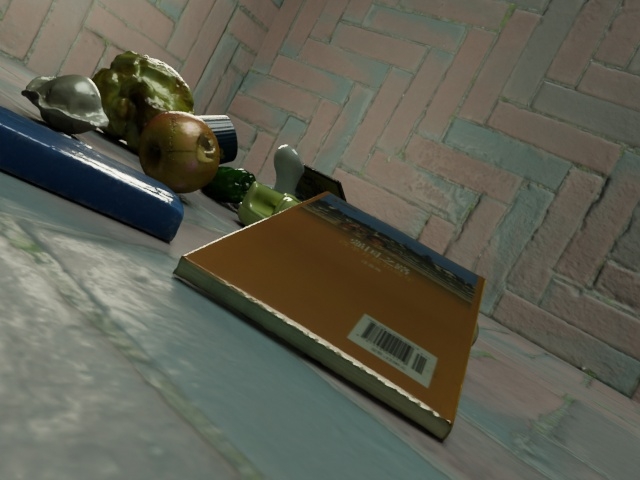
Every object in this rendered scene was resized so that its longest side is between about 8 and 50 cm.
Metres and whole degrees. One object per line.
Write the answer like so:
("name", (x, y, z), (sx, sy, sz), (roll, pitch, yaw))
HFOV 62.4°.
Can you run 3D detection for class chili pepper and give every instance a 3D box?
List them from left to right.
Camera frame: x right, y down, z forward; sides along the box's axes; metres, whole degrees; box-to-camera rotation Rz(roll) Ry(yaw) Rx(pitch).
("chili pepper", (-0.233, -0.137, 1.266), (0.099, 0.084, 0.253), (5, 8, -30))

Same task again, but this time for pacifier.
("pacifier", (-0.097, -0.135, 1.329), (0.227, 0.207, 0.279), (0, 23, -44))

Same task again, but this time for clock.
("clock", (0.000, 0.000, 1.026), (0.308, 0.096, 0.235), (33, 6, 40))

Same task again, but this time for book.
("book", (0.051, 0.040, 0.589), (0.262, 0.028, 0.374), (29, 21, 12))

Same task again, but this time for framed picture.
("framed picture", (0.008, -0.076, 1.431), (0.244, 0.013, 0.324), (32, -27, 41))

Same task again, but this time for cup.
("cup", (-0.288, -0.214, 1.225), (0.155, 0.176, 0.131), (-15, 72, -28))

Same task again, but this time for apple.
("apple", (-0.244, -0.154, 0.927), (0.146, 0.147, 0.146), (28, 4, -2))

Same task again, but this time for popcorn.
("popcorn", (-0.457, -0.334, 1.333), (0.276, 0.276, 0.226), (32, -31, 39))

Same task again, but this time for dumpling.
("dumpling", (-0.472, -0.251, 0.970), (0.127, 0.108, 0.188), (-11, 47, -42))

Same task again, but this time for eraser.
("eraser", (-0.294, -0.094, 0.550), (0.311, 0.043, 0.144), (27, 4, -26))

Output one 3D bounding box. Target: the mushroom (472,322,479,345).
("mushroom", (0.160, 0.094, 0.762), (0.154, 0.122, 0.154), (38, -5, 4))
